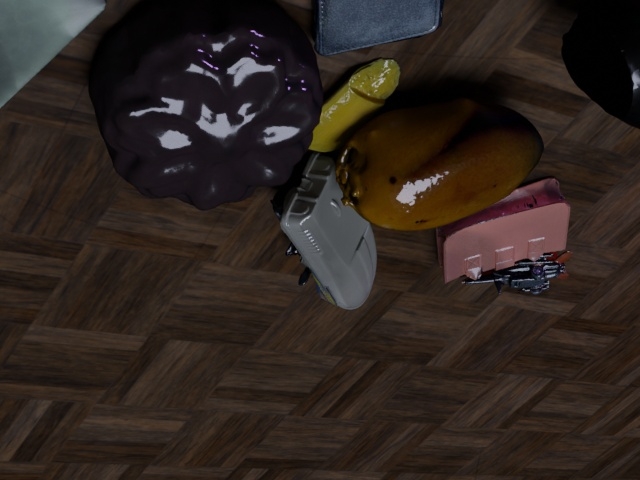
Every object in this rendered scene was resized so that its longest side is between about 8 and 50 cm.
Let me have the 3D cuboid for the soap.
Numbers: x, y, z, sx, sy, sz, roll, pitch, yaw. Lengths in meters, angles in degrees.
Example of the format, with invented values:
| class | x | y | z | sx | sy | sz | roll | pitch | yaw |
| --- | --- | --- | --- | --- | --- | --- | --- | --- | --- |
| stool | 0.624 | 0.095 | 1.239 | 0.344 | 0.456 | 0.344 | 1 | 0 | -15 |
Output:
| class | x | y | z | sx | sy | sz | roll | pitch | yaw |
| --- | --- | --- | --- | --- | --- | --- | --- | --- | --- |
| soap | 0.038 | -0.177 | 1.528 | 0.089 | 0.033 | 0.168 | 8 | 136 | -43 |

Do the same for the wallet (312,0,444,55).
| class | x | y | z | sx | sy | sz | roll | pitch | yaw |
| --- | --- | --- | --- | --- | --- | --- | --- | --- | --- |
| wallet | 0.066 | -0.315 | 1.357 | 0.167 | 0.036 | 0.222 | -13 | 143 | -8 |

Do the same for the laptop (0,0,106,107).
| class | x | y | z | sx | sy | sz | roll | pitch | yaw |
| --- | --- | --- | --- | --- | --- | --- | --- | --- | --- |
| laptop | -0.391 | -0.225 | 1.270 | 0.269 | 0.015 | 0.188 | -37 | 142 | 23 |

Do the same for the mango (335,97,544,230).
| class | x | y | z | sx | sy | sz | roll | pitch | yaw |
| --- | --- | --- | --- | --- | --- | --- | --- | --- | --- |
| mango | 0.160 | -0.107 | 1.573 | 0.287 | 0.152 | 0.201 | -18 | 136 | -15 |

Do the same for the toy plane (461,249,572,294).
| class | x | y | z | sx | sy | sz | roll | pitch | yaw |
| --- | --- | --- | --- | --- | --- | --- | --- | --- | --- |
| toy plane | 0.338 | 0.061 | 1.972 | 0.189 | 0.061 | 0.130 | -16 | 146 | -5 |

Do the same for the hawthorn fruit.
| class | x | y | z | sx | sy | sz | roll | pitch | yaw |
| --- | --- | --- | --- | --- | --- | --- | --- | --- | --- |
| hawthorn fruit | 0.444 | -0.266 | 1.398 | 0.316 | 0.316 | 0.316 | -13 | 145 | -10 |

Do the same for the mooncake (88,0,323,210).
| class | x | y | z | sx | sy | sz | roll | pitch | yaw |
| --- | --- | --- | --- | --- | --- | --- | --- | --- | --- |
| mooncake | -0.133 | -0.161 | 1.378 | 0.283 | 0.141 | 0.283 | -13 | 142 | -10 |

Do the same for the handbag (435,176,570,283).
| class | x | y | z | sx | sy | sz | roll | pitch | yaw |
| --- | --- | --- | --- | --- | --- | --- | --- | --- | --- |
| handbag | 0.293 | -0.012 | 1.855 | 0.212 | 0.059 | 0.157 | -16 | 144 | -3 |

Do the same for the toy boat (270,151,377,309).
| class | x | y | z | sx | sy | sz | roll | pitch | yaw |
| --- | --- | --- | --- | --- | --- | --- | --- | --- | --- |
| toy boat | 0.004 | -0.002 | 1.669 | 0.141 | 0.141 | 0.269 | -19 | 145 | -2 |
